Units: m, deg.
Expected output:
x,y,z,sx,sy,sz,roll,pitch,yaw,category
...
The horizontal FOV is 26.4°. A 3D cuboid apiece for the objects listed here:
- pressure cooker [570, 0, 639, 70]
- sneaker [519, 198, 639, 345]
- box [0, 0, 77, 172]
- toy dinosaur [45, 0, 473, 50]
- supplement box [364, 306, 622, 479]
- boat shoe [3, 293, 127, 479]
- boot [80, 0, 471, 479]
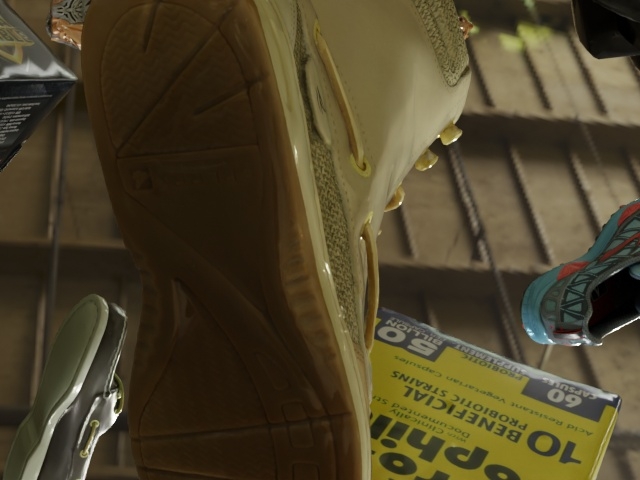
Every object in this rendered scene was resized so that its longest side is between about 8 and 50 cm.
x,y,z,sx,sy,sz,roll,pitch,yaw,category
0.298,-0.260,0.706,0.375,0.420,0.370,-37,-141,-28,pressure cooker
0.357,0.043,1.546,0.262,0.104,0.125,-38,-157,-19,sneaker
-0.193,-0.005,0.432,0.051,0.175,0.220,47,-162,7,box
-0.046,-0.154,1.047,0.322,0.164,0.218,19,172,-17,toy dinosaur
0.045,0.216,0.871,0.194,0.195,0.356,20,-155,15,supplement box
-0.218,0.148,1.232,0.069,0.227,0.081,15,-154,-27,boat shoe
0.000,0.000,0.553,0.095,0.262,0.203,-1,-160,24,boot
